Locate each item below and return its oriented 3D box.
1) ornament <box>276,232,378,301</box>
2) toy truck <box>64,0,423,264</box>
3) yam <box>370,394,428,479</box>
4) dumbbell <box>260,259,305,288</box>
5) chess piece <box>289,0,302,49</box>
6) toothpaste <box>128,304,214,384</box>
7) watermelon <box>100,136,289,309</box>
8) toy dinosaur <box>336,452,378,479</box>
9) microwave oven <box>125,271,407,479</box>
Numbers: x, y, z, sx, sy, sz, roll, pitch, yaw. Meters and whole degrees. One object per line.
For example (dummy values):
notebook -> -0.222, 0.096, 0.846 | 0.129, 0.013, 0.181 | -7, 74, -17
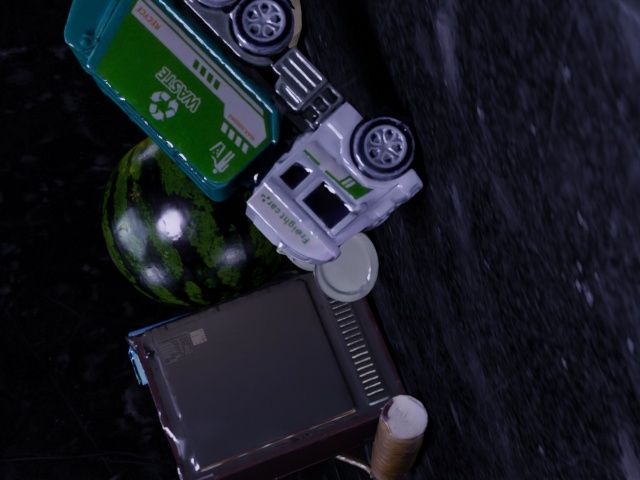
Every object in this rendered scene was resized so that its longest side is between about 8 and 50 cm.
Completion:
ornament -> 0.000, 0.000, 0.996 | 0.156, 0.081, 0.075 | -132, 21, -65
toy truck -> -0.054, -0.095, 0.687 | 0.253, 0.124, 0.114 | 47, 175, 0
yam -> 0.074, 0.203, 1.039 | 0.264, 0.046, 0.046 | 90, 162, -67
dumbbell -> -0.129, -0.028, 1.600 | 0.179, 0.179, 0.406 | 119, 132, -82
chess piece -> -0.051, -0.204, 0.944 | 0.200, 0.090, 0.090 | 63, -176, -53
toothpaste -> -0.102, 0.104, 1.299 | 0.065, 0.266, 0.050 | -129, 22, -72
watermelon -> -0.146, -0.040, 1.365 | 0.269, 0.269, 0.269 | 163, 90, -84
toy dinosaur -> 0.067, 0.451, 1.495 | 0.206, 0.113, 0.327 | -122, 15, -68
microwave oven -> -0.051, 0.150, 1.100 | 0.188, 0.247, 0.178 | 89, 160, -73
